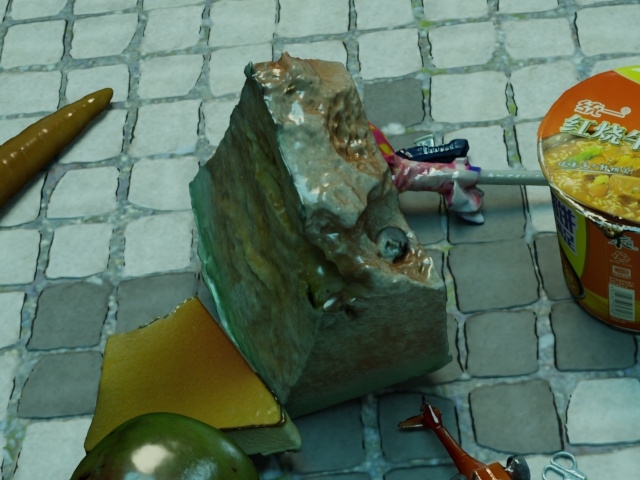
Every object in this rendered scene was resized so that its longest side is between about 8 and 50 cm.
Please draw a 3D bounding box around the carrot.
[{"bbox_3d":[-0.340,-0.071,1.523,0.069,0.069,0.336,26,55,28],"label":"carrot"}]

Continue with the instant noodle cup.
[{"bbox_3d":[0.301,-0.028,1.309,0.213,0.174,0.213,-4,48,5],"label":"instant noodle cup"}]

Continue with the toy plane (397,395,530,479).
[{"bbox_3d":[0.138,0.197,1.211,0.126,0.077,0.194,-2,39,-4],"label":"toy plane"}]

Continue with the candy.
[{"bbox_3d":[0.135,-0.066,1.425,0.365,0.124,0.124,1,49,-2],"label":"candy"}]

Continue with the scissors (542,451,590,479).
[{"bbox_3d":[0.228,0.208,1.225,0.083,0.006,0.036,28,58,30],"label":"scissors"}]

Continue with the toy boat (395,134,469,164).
[{"bbox_3d":[0.113,-0.093,1.486,0.083,0.038,0.038,-10,48,1],"label":"toy boat"}]

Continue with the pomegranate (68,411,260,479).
[{"bbox_3d":[-0.099,0.239,1.151,0.224,0.181,0.181,23,55,6],"label":"pomegranate"}]

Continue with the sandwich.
[{"bbox_3d":[-0.107,0.124,1.292,0.193,0.058,0.162,-11,48,19],"label":"sandwich"}]

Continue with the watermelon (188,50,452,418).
[{"bbox_3d":[0.011,-0.001,1.260,0.151,0.302,0.264,-16,72,-23],"label":"watermelon"}]
